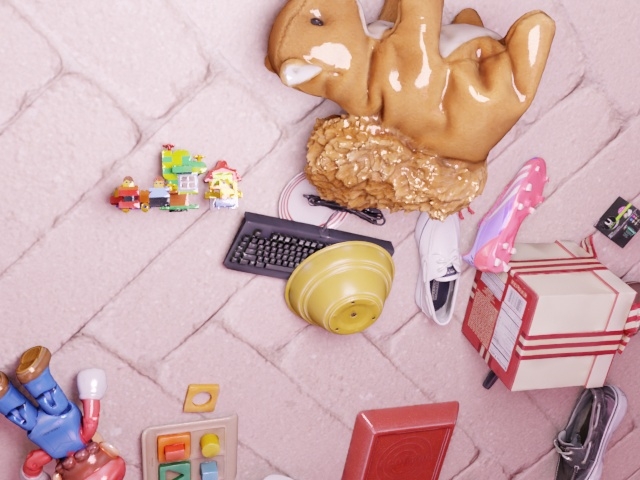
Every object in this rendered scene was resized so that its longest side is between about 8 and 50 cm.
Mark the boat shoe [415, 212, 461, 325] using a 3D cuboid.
[{"bbox_3d":[0.240,0.047,1.564,0.095,0.084,0.258,-15,123,-14],"label":"boat shoe"}]

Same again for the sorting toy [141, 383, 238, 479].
[{"bbox_3d":[-0.256,0.438,1.609,0.196,0.047,0.347,-6,120,-19],"label":"sorting toy"}]

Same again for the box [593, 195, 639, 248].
[{"bbox_3d":[0.632,-0.038,1.692,0.052,0.062,0.083,30,104,-32],"label":"box"}]

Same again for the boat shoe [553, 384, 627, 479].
[{"bbox_3d":[0.634,0.499,1.990,0.119,0.121,0.335,13,102,-20],"label":"boat shoe"}]

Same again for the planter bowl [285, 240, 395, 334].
[{"bbox_3d":[0.050,0.110,1.490,0.217,0.090,0.217,-11,134,-12],"label":"planter bowl"}]

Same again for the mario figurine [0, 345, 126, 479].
[{"bbox_3d":[-0.467,0.335,1.443,0.198,0.170,0.320,-12,119,28],"label":"mario figurine"}]

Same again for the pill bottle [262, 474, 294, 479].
[{"bbox_3d":[-0.152,0.685,1.702,0.204,0.204,0.361,26,106,-32],"label":"pill bottle"}]

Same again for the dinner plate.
[{"bbox_3d":[-0.009,-0.069,1.435,0.141,0.017,0.141,-10,121,-17],"label":"dinner plate"}]

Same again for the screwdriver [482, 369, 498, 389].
[{"bbox_3d":[0.418,0.264,1.810,0.170,0.024,0.025,-55,153,6],"label":"screwdriver"}]

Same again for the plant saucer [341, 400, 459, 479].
[{"bbox_3d":[0.185,0.489,1.824,0.258,0.048,0.259,-1,118,-22],"label":"plant saucer"}]

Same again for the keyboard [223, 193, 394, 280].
[{"bbox_3d":[0.000,0.000,1.451,0.317,0.033,0.201,10,121,-31],"label":"keyboard"}]

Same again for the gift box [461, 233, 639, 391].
[{"bbox_3d":[0.471,0.135,1.611,0.258,0.255,0.276,0,122,-20],"label":"gift box"}]

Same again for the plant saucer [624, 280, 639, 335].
[{"bbox_3d":[0.680,0.155,1.814,0.168,0.029,0.168,-8,124,-12],"label":"plant saucer"}]

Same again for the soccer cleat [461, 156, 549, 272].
[{"bbox_3d":[0.358,-0.054,1.556,0.083,0.095,0.248,30,83,-47],"label":"soccer cleat"}]

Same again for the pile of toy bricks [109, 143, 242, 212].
[{"bbox_3d":[-0.229,-0.102,1.283,0.212,0.118,0.105,-3,87,-11],"label":"pile of toy bricks"}]

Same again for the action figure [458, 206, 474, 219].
[{"bbox_3d":[0.267,-0.093,1.531,0.038,0.030,0.115,-24,123,-2],"label":"action figure"}]

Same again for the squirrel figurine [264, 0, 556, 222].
[{"bbox_3d":[0.093,-0.214,1.243,0.370,0.281,0.397,5,112,-17],"label":"squirrel figurine"}]
